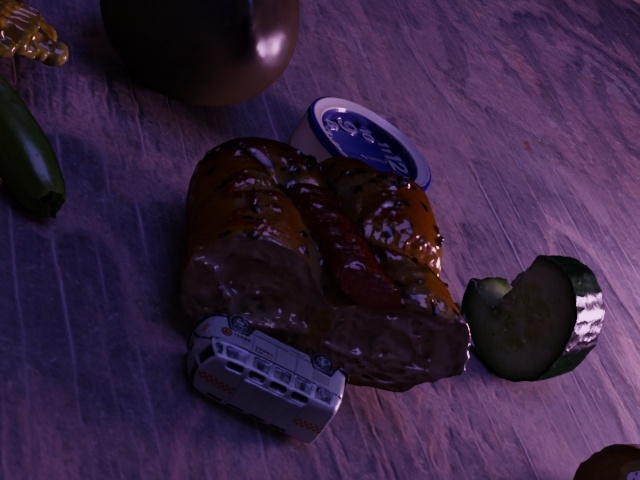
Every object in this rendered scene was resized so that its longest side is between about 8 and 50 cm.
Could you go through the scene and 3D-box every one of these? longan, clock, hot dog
[{"bbox_3d":[-0.178,-0.355,2.073,0.319,0.319,0.319,27,29,-16],"label":"longan"},{"bbox_3d":[0.064,-0.131,2.228,0.230,0.083,0.230,28,26,-15],"label":"clock"},{"bbox_3d":[0.000,0.000,1.800,0.367,0.196,0.365,16,26,-14],"label":"hot dog"}]

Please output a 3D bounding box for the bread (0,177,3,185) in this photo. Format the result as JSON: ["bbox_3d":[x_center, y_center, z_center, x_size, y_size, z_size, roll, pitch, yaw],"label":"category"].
[{"bbox_3d":[-0.427,-0.087,1.631,0.103,0.049,0.062,-10,80,-56],"label":"bread"}]

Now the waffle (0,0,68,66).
[{"bbox_3d":[-0.493,-0.320,1.851,0.307,0.060,0.312,14,17,-44],"label":"waffle"}]

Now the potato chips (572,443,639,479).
[{"bbox_3d":[0.388,0.352,1.763,0.150,0.049,0.202,12,62,9],"label":"potato chips"}]

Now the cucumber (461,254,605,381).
[{"bbox_3d":[0.318,0.117,2.025,0.191,0.191,0.130,48,30,22],"label":"cucumber"}]

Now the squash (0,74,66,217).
[{"bbox_3d":[-0.400,-0.147,1.722,0.082,0.082,0.292,-6,49,-52],"label":"squash"}]

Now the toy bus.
[{"bbox_3d":[-0.067,0.162,1.616,0.194,0.087,0.089,28,33,-13],"label":"toy bus"}]

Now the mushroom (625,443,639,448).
[{"bbox_3d":[0.432,0.346,1.866,0.154,0.122,0.154,-4,23,2],"label":"mushroom"}]
